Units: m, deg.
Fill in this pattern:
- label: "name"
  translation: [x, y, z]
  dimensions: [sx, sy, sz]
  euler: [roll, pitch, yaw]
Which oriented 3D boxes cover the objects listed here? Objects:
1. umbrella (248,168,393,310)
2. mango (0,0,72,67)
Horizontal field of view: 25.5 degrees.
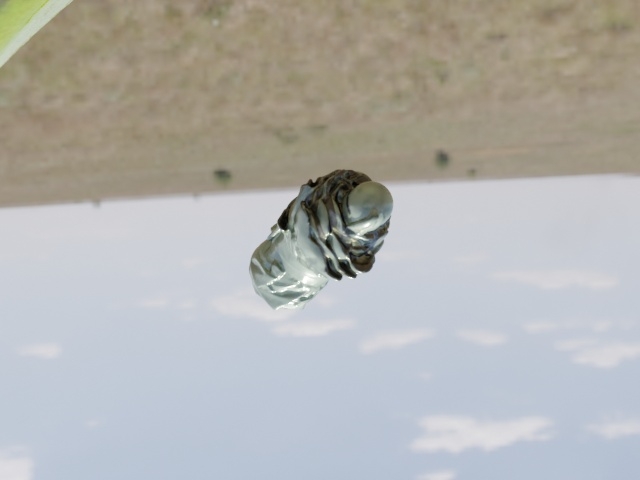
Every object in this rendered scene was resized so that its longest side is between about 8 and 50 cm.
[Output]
- label: "umbrella"
  translation: [0.000, 0.000, 0.854]
  dimensions: [0.062, 0.067, 0.143]
  euler: [8, 157, -27]
- label: "mango"
  translation: [-0.115, -0.110, 0.489]
  dimensions: [0.089, 0.163, 0.117]
  euler: [34, -177, -14]
